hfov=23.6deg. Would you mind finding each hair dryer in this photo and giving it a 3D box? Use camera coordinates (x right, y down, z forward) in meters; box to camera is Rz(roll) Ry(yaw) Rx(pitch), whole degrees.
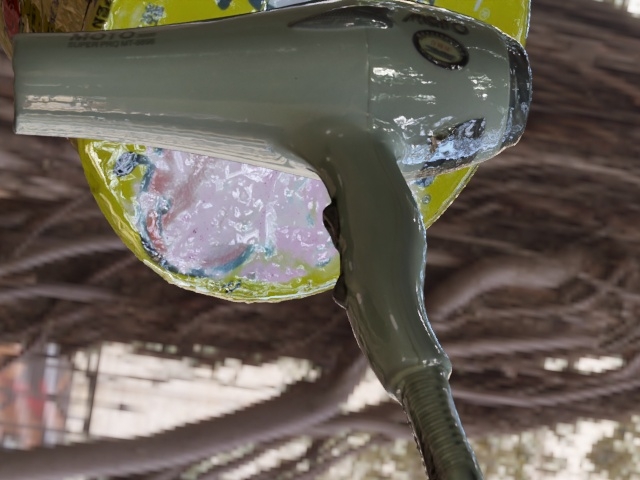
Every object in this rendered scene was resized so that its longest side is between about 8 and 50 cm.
[{"bbox_3d":[-0.033,-0.017,0.631,0.092,0.229,0.267,101,2,-45],"label":"hair dryer"}]

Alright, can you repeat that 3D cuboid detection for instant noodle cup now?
[{"bbox_3d":[-0.063,-0.156,1.015,0.254,0.325,0.326,39,-57,46],"label":"instant noodle cup"}]
